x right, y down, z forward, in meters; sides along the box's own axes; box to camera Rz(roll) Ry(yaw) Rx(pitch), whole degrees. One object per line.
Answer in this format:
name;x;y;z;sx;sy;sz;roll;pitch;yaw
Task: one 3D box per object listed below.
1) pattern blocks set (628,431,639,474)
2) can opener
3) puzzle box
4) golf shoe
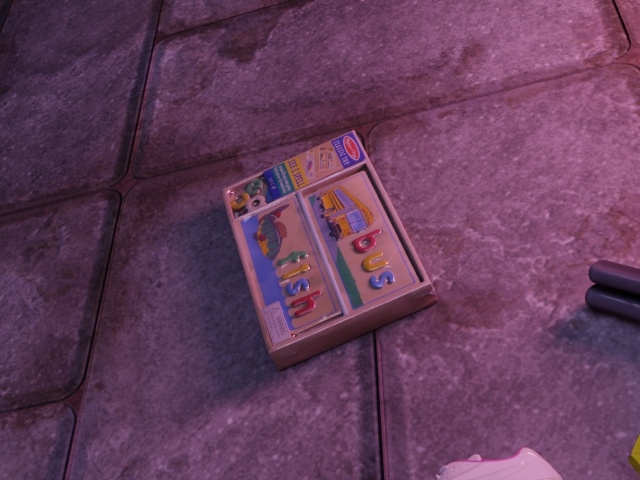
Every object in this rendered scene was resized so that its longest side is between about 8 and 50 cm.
pattern blocks set;0.482;0.290;0.957;0.285;0.026;0.325;31;57;24
can opener;0.496;0.088;1.160;0.281;0.074;0.093;14;23;31
puzzle box;0.000;0.000;1.456;0.272;0.052;0.408;-24;45;1
golf shoe;0.153;0.339;1.059;0.306;0.115;0.140;-12;36;4
